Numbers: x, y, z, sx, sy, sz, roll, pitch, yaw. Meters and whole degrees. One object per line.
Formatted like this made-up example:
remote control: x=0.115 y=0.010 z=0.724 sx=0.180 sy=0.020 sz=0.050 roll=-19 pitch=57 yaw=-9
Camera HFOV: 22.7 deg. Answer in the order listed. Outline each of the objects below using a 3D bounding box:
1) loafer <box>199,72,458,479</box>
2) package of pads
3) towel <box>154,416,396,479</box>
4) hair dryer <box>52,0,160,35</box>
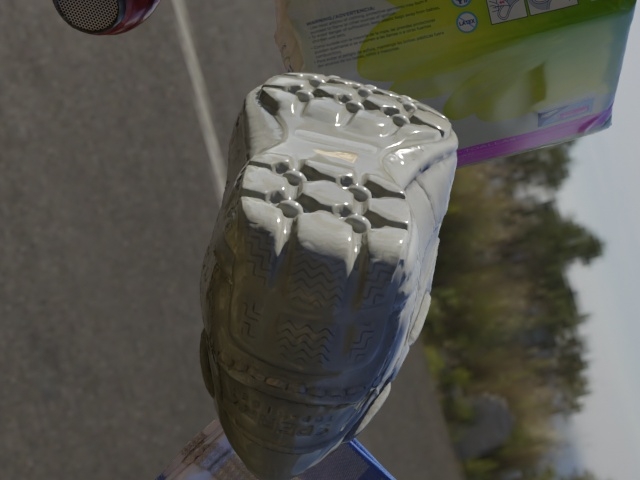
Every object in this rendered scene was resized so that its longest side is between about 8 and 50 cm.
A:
loafer: x=0.000 y=0.000 z=0.730 sx=0.319 sy=0.112 sz=0.111 roll=-64 pitch=169 yaw=-69
package of pads: x=0.093 y=-0.132 z=1.128 sx=0.296 sy=0.229 sz=0.101 roll=64 pitch=14 yaw=-75
towel: x=-0.067 y=0.270 z=1.338 sx=0.209 sy=0.285 sz=0.034 roll=45 pitch=-1 yaw=-9
hair dryer: x=-0.155 y=-0.249 z=1.063 sx=0.293 sy=0.080 sz=0.223 roll=10 pitch=78 yaw=-69
